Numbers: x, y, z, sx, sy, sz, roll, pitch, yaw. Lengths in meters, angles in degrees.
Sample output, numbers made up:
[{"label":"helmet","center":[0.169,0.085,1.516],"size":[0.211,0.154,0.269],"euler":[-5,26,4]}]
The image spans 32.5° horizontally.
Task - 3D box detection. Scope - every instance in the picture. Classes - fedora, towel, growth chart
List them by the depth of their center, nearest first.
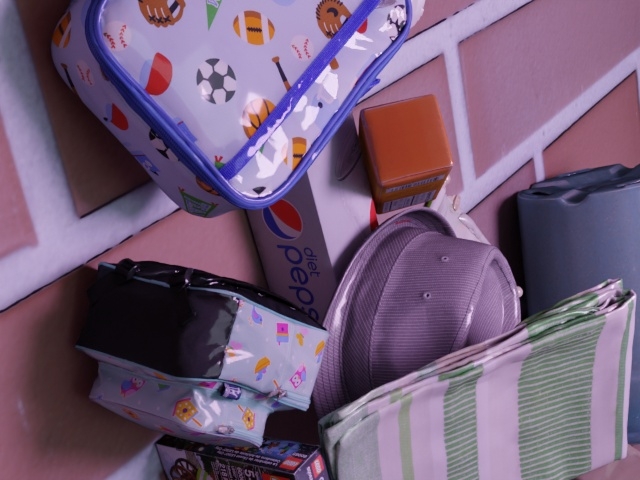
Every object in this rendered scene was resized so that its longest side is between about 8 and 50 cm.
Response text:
[{"label":"towel","center":[0.158,0.189,1.040],"size":[0.325,0.038,0.248],"euler":[-22,130,-16]},{"label":"fedora","center":[0.117,0.098,1.102],"size":[0.275,0.124,0.244],"euler":[-53,134,-37]},{"label":"growth chart","center":[0.184,0.055,1.400],"size":[0.237,0.021,0.172],"euler":[52,53,-27]}]

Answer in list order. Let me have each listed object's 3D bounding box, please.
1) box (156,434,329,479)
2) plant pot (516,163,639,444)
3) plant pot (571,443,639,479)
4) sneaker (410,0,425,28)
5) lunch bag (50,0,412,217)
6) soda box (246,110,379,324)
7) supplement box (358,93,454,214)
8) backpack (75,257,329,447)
[{"label":"box","center":[-0.052,0.283,1.008],"size":[0.044,0.159,0.233],"euler":[-38,123,-46]},{"label":"plant pot","center":[0.432,0.070,1.561],"size":[0.341,0.341,0.334],"euler":[-23,103,-52]},{"label":"plant pot","center":[0.208,0.326,1.293],"size":[0.323,0.323,0.280],"euler":[40,77,-49]},{"label":"sneaker","center":[0.055,-0.336,1.179],"size":[0.095,0.090,0.235],"euler":[-16,103,-40]},{"label":"lunch bag","center":[-0.057,-0.179,0.933],"size":[0.243,0.115,0.303],"euler":[47,61,-19]},{"label":"soda box","center":[0.000,0.000,1.112],"size":[0.098,0.091,0.286],"euler":[-42,126,-45]},{"label":"supplement box","center":[0.083,-0.083,1.129],"size":[0.233,0.080,0.078],"euler":[93,-18,-84]},{"label":"backpack","center":[-0.091,0.098,0.928],"size":[0.188,0.166,0.144],"euler":[13,84,-51]}]
